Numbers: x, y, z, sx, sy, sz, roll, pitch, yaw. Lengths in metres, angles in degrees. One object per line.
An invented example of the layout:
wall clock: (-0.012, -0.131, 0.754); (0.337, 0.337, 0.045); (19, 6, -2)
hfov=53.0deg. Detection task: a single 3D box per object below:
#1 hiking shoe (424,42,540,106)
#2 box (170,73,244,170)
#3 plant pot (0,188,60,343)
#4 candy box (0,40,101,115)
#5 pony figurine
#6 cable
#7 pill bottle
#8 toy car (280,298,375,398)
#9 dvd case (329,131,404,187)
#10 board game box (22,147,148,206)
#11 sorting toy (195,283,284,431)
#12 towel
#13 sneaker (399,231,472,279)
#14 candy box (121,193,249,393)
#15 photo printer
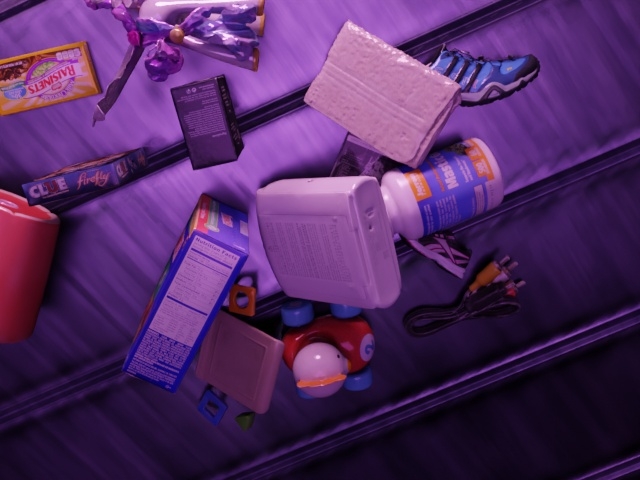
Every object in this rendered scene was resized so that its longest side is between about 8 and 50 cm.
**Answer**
hiking shoe: (0.284, -0.331, 1.273); (0.303, 0.113, 0.132); (-17, 106, 2)
box: (-0.216, -0.233, 1.253); (0.093, 0.156, 0.159); (-14, 106, 2)
plant pot: (-0.655, 0.033, 1.264); (0.274, 0.275, 0.243); (24, 93, -9)
candy box: (-0.552, -0.321, 1.279); (0.205, 0.027, 0.105); (-13, 109, 1)
pony figurine: (-0.283, -0.387, 1.120); (0.363, 0.351, 0.303); (6, 127, -6)
cable: (0.330, 0.147, 1.454); (0.287, 0.072, 0.139); (-30, 122, 18)
pill bottle: (0.215, -0.092, 1.300); (0.271, 0.152, 0.152); (-22, 106, -5)
toy car: (0.020, 0.256, 1.358); (0.210, 0.238, 0.219); (-9, 106, 0)
dvd case: (0.094, -0.104, 1.375); (0.164, 0.018, 0.221); (21, 104, -9)
board game box: (-0.437, -0.126, 1.227); (0.164, 0.243, 0.042); (-13, 105, 0)
sorting toy: (-0.175, 0.261, 1.426); (0.195, 0.047, 0.348); (22, 108, 23)
towel: (0.120, -0.283, 1.255); (0.282, 0.049, 0.187); (36, 109, 15)
sneaker: (0.253, 0.007, 1.398); (0.178, 0.072, 0.077); (33, 89, -18)
candy box: (-0.260, 0.094, 1.284); (0.122, 0.268, 0.317); (27, 102, -13)
photo printer: (0.000, 0.000, 1.278); (0.107, 0.307, 0.256); (-29, 111, -40)
